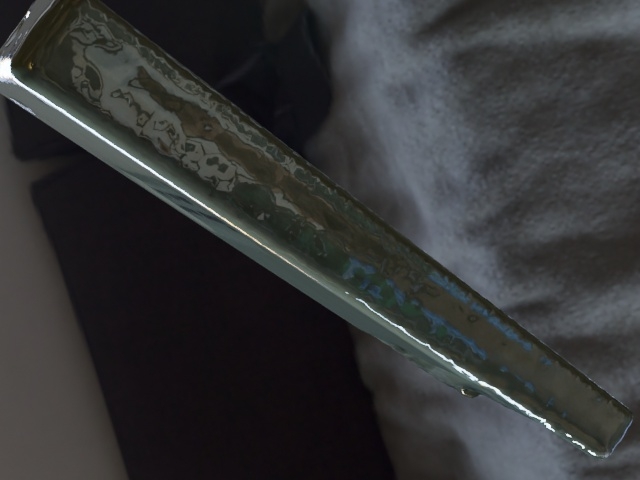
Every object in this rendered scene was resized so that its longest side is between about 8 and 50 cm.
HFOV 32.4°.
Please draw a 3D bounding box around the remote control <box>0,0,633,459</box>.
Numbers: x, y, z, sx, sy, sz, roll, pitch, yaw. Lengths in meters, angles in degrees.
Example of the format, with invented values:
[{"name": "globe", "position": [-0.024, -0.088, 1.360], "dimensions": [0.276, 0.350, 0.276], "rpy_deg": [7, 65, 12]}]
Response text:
[{"name": "remote control", "position": [0.000, 0.000, 0.444], "dimensions": [0.285, 0.038, 0.123], "rpy_deg": [34, 173, -19]}]
